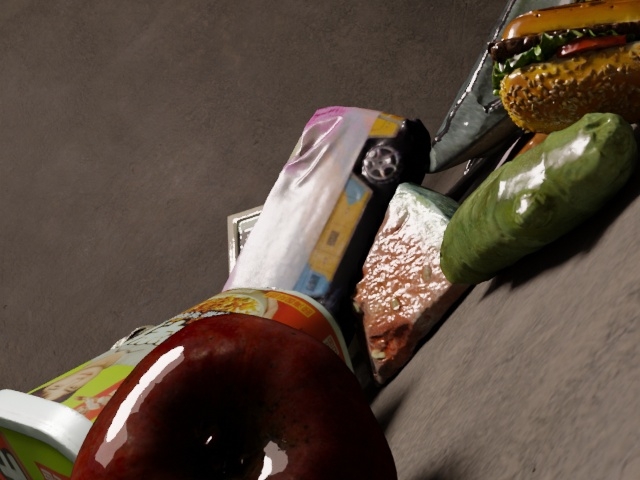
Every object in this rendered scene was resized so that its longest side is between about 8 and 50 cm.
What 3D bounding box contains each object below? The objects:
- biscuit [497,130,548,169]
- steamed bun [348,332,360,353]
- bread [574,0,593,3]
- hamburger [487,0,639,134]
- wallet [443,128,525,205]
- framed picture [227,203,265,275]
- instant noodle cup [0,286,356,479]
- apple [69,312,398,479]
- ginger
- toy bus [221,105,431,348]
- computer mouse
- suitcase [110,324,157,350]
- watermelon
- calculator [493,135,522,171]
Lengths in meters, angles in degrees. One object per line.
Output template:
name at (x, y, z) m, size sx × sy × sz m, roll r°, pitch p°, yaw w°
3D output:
biscuit at (0.300, -0.155, 0.968) m, size 0.333 × 0.047 × 0.202 m, roll -51°, pitch -2°, yaw -5°
steamed bun at (-0.002, 0.087, 1.390) m, size 0.203 × 0.276 × 0.289 m, roll -64°, pitch 21°, yaw 18°
bread at (0.322, -0.256, 0.760) m, size 0.174 × 0.133 × 0.251 m, roll -60°, pitch -18°, yaw -2°
hamburger at (0.228, -0.136, 0.675) m, size 0.137 × 0.166 × 0.087 m, roll 24°, pitch -117°, yaw -68°
wallet at (0.326, -0.185, 1.444) m, size 0.197 × 0.051 × 0.377 m, roll -52°, pitch -2°, yaw 36°
framed picture at (0.005, 0.018, 1.191) m, size 0.315 × 0.231 × 0.024 m, roll -17°, pitch -33°, yaw 17°
instant noodle cup at (-0.128, 0.199, 0.809) m, size 0.308 × 0.294 × 0.294 m, roll -35°, pitch -13°, yaw -42°
apple at (-0.056, 0.175, 0.549) m, size 0.234 × 0.234 × 0.234 m, roll -53°, pitch 0°, yaw -1°
ginger at (0.182, -0.033, 0.723) m, size 0.137 × 0.089 × 0.290 m, roll -26°, pitch -10°, yaw -7°
toy bus at (0.000, 0.000, 1.060) m, size 0.386 × 0.163 × 0.171 m, roll -65°, pitch -17°, yaw -9°
computer mouse at (0.257, -0.226, 0.992) m, size 0.373 × 0.114 × 0.203 m, roll -62°, pitch -2°, yaw 15°
suitcase at (-0.280, 0.360, 1.427) m, size 0.339 × 0.352 × 0.194 m, roll -53°, pitch 9°, yaw -16°
watermelon at (0.103, 0.065, 1.000) m, size 0.256 × 0.140 × 0.193 m, roll -60°, pitch -10°, yaw 10°
calculator at (0.265, -0.097, 1.116) m, size 0.175 × 0.032 × 0.100 m, roll -52°, pitch 0°, yaw -33°
